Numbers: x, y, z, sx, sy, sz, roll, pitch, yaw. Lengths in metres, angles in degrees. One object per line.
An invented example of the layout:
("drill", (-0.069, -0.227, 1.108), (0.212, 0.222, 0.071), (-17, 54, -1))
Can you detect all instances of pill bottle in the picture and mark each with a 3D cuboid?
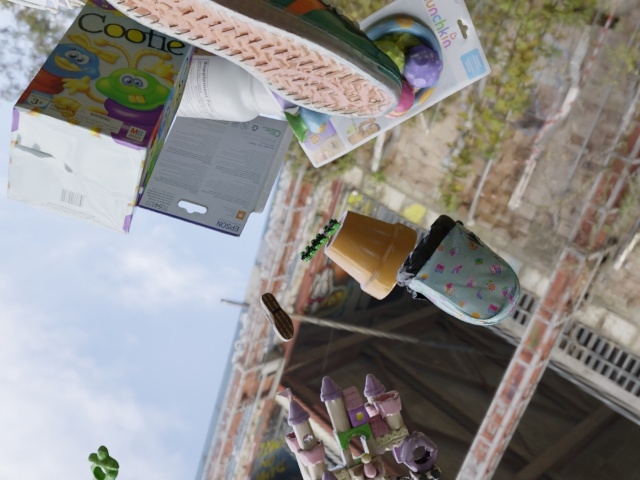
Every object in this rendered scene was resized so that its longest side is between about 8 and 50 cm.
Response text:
("pill bottle", (-0.146, -0.251, 1.119), (0.229, 0.131, 0.131), (10, -161, 26))

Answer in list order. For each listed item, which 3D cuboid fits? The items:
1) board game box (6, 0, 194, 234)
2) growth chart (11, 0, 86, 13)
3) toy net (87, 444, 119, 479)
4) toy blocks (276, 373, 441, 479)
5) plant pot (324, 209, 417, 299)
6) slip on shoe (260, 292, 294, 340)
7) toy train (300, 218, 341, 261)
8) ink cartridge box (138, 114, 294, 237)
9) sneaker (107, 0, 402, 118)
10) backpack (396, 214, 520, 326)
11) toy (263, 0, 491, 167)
("board game box", (-0.256, -0.167, 0.890), (0.144, 0.142, 0.275), (17, -137, -10))
("growth chart", (-0.422, -0.362, 1.031), (0.171, 0.021, 0.237), (11, -179, -28))
("toy net", (-0.211, 0.326, 0.728), (0.122, 0.232, 0.045), (21, -160, 18))
("toy blocks", (0.072, 0.430, 1.688), (0.288, 0.260, 0.309), (-18, -174, -13))
("plant pot", (0.120, 0.021, 1.892), (0.187, 0.205, 0.205), (28, -157, -6))
("slip on shoe", (-0.112, 0.197, 1.840), (0.051, 0.041, 0.135), (-28, -105, -29))
("toy train", (0.000, 0.000, 1.111), (0.017, 0.083, 0.023), (46, -168, 23))
("ink cartridge box", (-0.183, -0.125, 1.270), (0.223, 0.224, 0.045), (17, 166, 22))
("sneaker", (-0.047, -0.223, 0.675), (0.302, 0.121, 0.108), (25, 157, -17))
("backpack", (0.228, 0.061, 1.164), (0.182, 0.152, 0.115), (37, -176, 12))
("toy", (0.070, -0.176, 0.816), (0.237, 0.137, 0.056), (-26, -143, 11))
